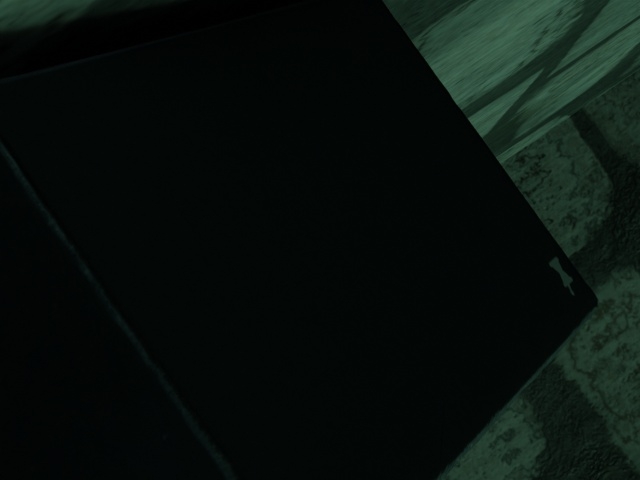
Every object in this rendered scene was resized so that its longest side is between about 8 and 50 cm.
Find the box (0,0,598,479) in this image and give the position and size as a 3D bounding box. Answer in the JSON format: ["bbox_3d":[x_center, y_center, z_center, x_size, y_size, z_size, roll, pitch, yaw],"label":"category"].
[{"bbox_3d":[-0.090,0.065,0.621,0.294,0.182,0.296,-35,178,27],"label":"box"}]
